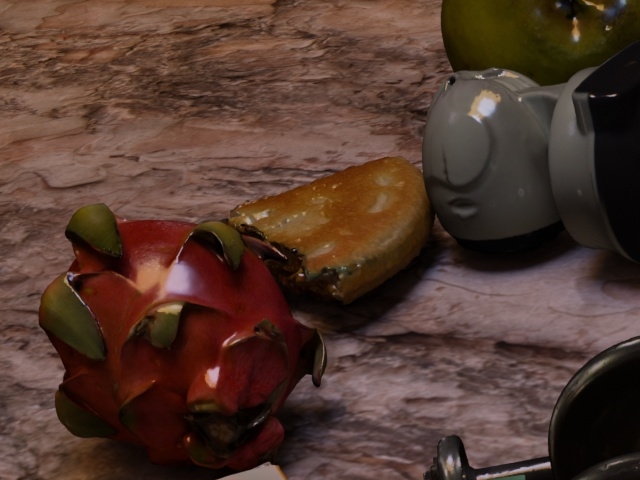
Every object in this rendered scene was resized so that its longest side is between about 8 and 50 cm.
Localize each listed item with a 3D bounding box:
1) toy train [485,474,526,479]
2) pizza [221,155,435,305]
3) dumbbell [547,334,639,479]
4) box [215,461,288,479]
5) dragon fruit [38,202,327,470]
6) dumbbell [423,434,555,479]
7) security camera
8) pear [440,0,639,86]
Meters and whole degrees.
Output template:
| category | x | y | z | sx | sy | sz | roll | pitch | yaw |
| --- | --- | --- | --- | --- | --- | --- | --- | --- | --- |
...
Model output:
| category | x | y | z | sx | sy | sz | roll | pitch | yaw |
| --- | --- | --- | --- | --- | --- | --- | --- | --- | --- |
| toy train | 0.099 | 0.207 | 1.093 | 0.122 | 0.081 | 0.050 | -9 | 21 | 9 |
| pizza | 0.000 | 0.000 | 1.603 | 0.229 | 0.081 | 0.289 | -1 | 26 | 15 |
| dumbbell | 0.224 | 0.169 | 0.965 | 0.192 | 0.192 | 0.290 | -6 | 26 | 20 |
| box | -0.073 | 0.269 | 1.040 | 0.221 | 0.091 | 0.274 | -19 | 24 | -12 |
| dragon fruit | -0.118 | 0.084 | 1.329 | 0.227 | 0.224 | 0.224 | 14 | 37 | 42 |
| dumbbell | 0.154 | 0.169 | 1.142 | 0.254 | 0.081 | 0.081 | -12 | 24 | 10 |
| security camera | 0.218 | -0.075 | 1.513 | 0.277 | 0.191 | 0.197 | 1 | 27 | 37 |
| pear | 0.275 | -0.252 | 1.790 | 0.287 | 0.287 | 0.375 | -14 | 7 | 3 |
